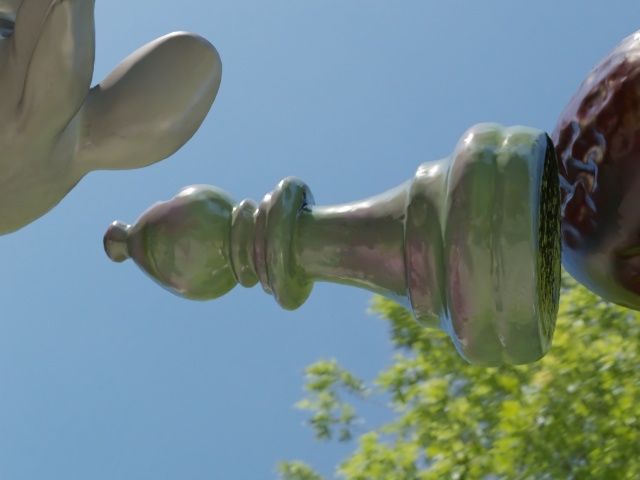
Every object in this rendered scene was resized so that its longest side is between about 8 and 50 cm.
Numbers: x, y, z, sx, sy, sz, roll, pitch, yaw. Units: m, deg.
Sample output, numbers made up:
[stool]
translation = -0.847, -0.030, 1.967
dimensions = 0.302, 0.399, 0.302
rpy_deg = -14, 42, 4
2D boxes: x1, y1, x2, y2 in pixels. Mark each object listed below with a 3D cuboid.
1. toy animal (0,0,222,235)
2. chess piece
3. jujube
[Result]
[toy animal]
translation = -0.166, -0.103, 0.770
dimensions = 0.178, 0.127, 0.193
rpy_deg = -37, -127, 9
[chess piece]
translation = 0.000, 0.000, 0.862
dimensions = 0.271, 0.139, 0.139
rpy_deg = 1, -81, 16
[jujube]
translation = 0.311, -0.060, 1.311
dimensions = 0.223, 0.223, 0.318
rpy_deg = 44, -19, 21
